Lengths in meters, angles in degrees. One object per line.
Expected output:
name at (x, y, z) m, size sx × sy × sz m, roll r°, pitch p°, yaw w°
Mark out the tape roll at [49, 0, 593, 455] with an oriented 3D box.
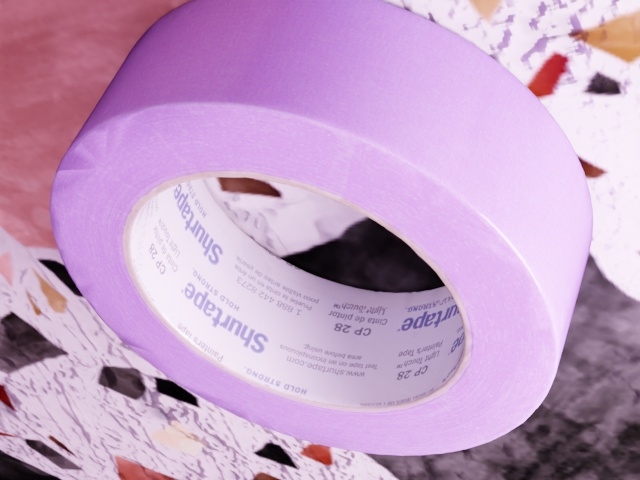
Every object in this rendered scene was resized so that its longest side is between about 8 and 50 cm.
tape roll at (0.000, 0.000, 0.705) m, size 0.275 × 0.090 × 0.275 m, roll 14°, pitch 142°, yaw 11°
